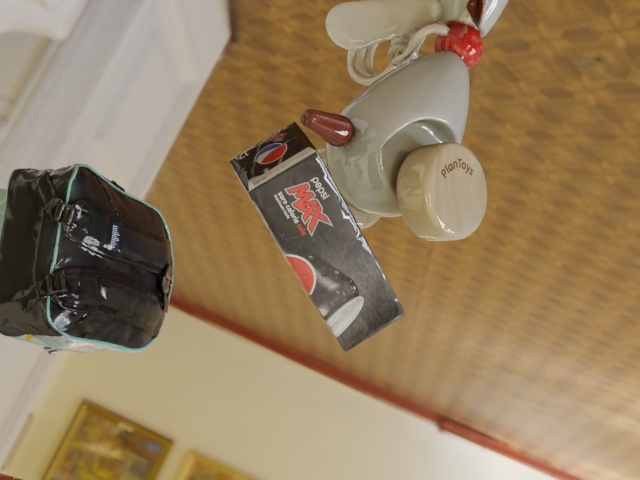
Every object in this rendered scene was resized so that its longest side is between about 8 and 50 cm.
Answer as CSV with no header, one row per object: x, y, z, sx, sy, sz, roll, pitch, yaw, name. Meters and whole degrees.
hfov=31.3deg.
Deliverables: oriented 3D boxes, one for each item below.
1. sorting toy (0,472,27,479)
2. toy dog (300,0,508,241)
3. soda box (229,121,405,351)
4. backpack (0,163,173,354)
-0.341,0.205,1.201,0.126,0.127,0.365,-7,129,-4,sorting toy
0.069,-0.154,1.007,0.220,0.333,0.161,-21,138,32,toy dog
0.000,0.000,0.840,0.169,0.060,0.053,60,178,-34,soda box
-0.228,0.026,1.082,0.144,0.166,0.188,-5,165,32,backpack
